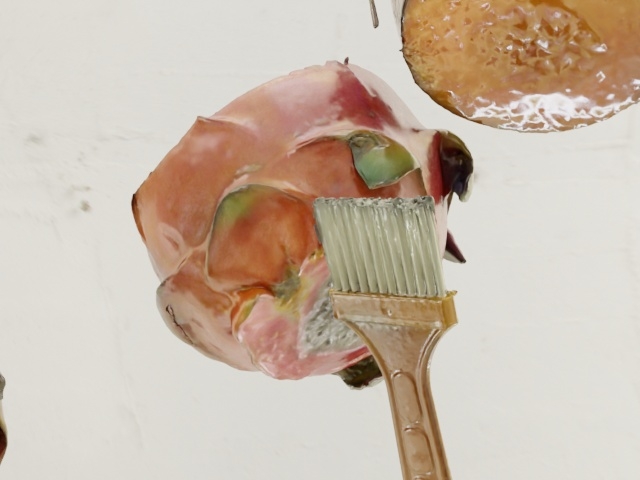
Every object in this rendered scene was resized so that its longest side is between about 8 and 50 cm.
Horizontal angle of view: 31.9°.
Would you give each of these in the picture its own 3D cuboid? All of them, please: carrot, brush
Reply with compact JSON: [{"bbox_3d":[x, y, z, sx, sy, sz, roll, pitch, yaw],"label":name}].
[{"bbox_3d":[0.144,-0.215,0.879,0.214,0.331,0.193,-35,-60,29],"label":"carrot"},{"bbox_3d":[0.063,0.116,0.742,0.017,0.090,0.314,-38,-58,-49],"label":"brush"}]

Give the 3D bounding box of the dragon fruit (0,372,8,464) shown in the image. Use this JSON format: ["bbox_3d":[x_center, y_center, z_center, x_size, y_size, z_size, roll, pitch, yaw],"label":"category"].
[{"bbox_3d":[-0.343,0.166,0.784,0.315,0.250,0.250,-32,-72,23],"label":"dragon fruit"}]

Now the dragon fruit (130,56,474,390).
[{"bbox_3d":[0.000,0.000,0.933,0.290,0.189,0.290,-28,-33,-20],"label":"dragon fruit"}]
